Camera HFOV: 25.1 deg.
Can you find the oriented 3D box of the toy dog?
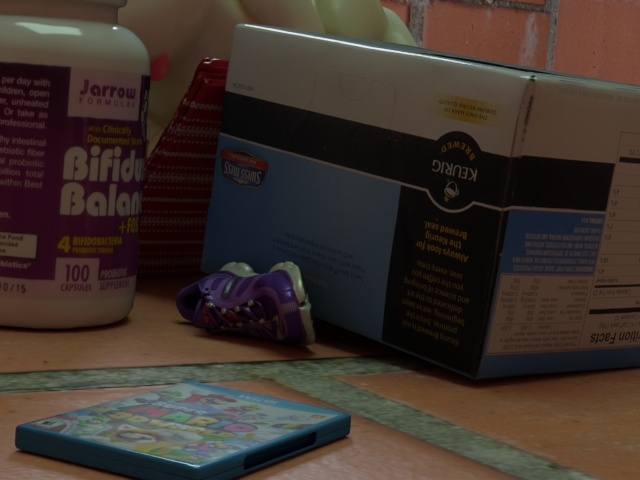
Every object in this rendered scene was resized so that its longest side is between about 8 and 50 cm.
[{"bbox_3d":[-0.120,-0.253,1.555,0.284,0.396,0.408,-20,-20,36],"label":"toy dog"}]

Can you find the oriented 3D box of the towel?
[{"bbox_3d":[-0.096,-0.062,1.376,0.198,0.275,0.031,-1,48,-42],"label":"towel"}]

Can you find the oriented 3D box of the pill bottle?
[{"bbox_3d":[-0.225,-0.089,1.167,0.169,0.302,0.169,4,6,0],"label":"pill bottle"}]

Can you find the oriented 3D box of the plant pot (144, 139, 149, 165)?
[{"bbox_3d":[-0.251,-0.145,1.779,0.290,0.291,0.203,4,46,-8],"label":"plant pot"}]

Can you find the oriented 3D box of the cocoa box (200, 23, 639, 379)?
[{"bbox_3d":[0.098,-0.041,1.199,0.231,0.228,0.347,1,12,-42],"label":"cocoa box"}]

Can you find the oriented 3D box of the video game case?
[{"bbox_3d":[-0.072,0.107,0.811,0.119,0.015,0.166,8,7,28],"label":"video game case"}]

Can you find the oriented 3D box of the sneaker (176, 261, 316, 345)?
[{"bbox_3d":[-0.061,0.057,1.145,0.071,0.068,0.170,-17,8,-30],"label":"sneaker"}]
